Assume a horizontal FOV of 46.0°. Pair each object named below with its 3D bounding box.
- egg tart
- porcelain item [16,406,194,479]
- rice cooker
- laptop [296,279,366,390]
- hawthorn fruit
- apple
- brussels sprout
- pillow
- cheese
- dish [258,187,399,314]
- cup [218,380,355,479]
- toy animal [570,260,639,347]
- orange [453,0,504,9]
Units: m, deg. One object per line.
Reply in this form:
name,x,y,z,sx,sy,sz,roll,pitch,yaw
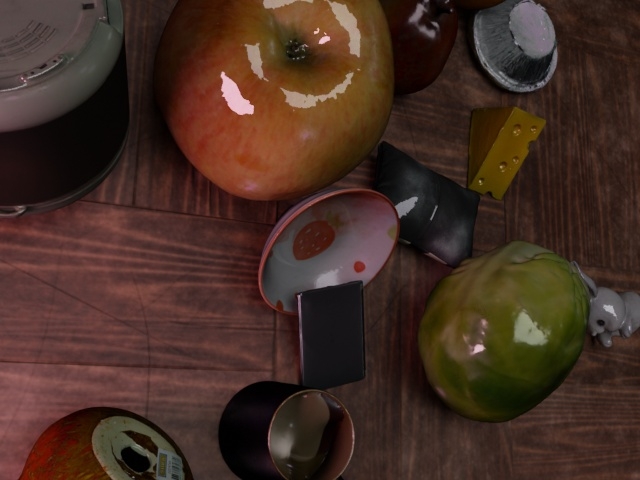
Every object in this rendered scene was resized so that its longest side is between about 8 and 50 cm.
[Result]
egg tart,0.420,-0.427,1.588,0.234,0.094,0.234,5,80,-27
porcelain item,-0.300,0.363,1.019,0.253,0.253,0.253,6,77,-26
rice cooker,-0.413,-0.219,0.996,0.335,0.325,0.335,4,66,-9
laptop,0.021,0.163,1.278,0.129,0.016,0.180,-9,102,-28
hawthorn fruit,0.163,-0.378,1.359,0.208,0.248,0.208,7,77,-30
apple,-0.065,-0.255,1.166,0.391,0.346,0.392,3,82,-21
brussels sprout,0.319,0.156,1.329,0.268,0.344,0.344,31,62,19
pillow,0.195,-0.056,1.390,0.249,0.106,0.186,24,63,-24
cheese,0.356,-0.173,1.514,0.093,0.126,0.171,16,91,-29
dish,0.000,0.000,1.248,0.260,0.260,0.085,-11,43,-28
cup,-0.020,0.317,1.164,0.239,0.177,0.166,35,66,-17
toy animal,0.547,0.135,1.529,0.220,0.103,0.131,19,73,-22
orange,0.298,-0.580,1.474,0.261,0.261,0.261,6,77,-26
